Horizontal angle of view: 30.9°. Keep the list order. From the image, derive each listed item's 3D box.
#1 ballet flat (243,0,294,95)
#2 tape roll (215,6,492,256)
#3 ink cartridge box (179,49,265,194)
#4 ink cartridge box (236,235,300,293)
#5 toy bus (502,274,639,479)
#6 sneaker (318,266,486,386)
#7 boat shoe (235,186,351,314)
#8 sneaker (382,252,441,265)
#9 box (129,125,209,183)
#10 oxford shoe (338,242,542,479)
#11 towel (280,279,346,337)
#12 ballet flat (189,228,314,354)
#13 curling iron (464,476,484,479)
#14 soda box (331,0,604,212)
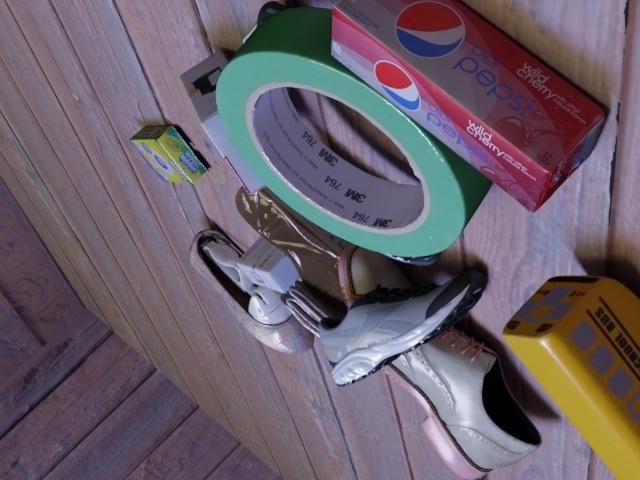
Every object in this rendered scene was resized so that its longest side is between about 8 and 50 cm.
[{"bbox_3d":[-0.062,-0.220,1.398,0.074,0.074,0.203,43,156,10],"label":"ballet flat"},{"bbox_3d":[0.035,-0.114,1.299,0.321,0.077,0.321,28,153,16],"label":"tape roll"},{"bbox_3d":[-0.114,-0.159,1.543,0.127,0.072,0.175,57,-178,-32],"label":"ink cartridge box"},{"bbox_3d":[-0.074,0.033,1.942,0.052,0.088,0.122,52,162,-27],"label":"ink cartridge box"},{"bbox_3d":[0.352,0.181,1.251,0.332,0.130,0.108,50,162,-13],"label":"toy bus"},{"bbox_3d":[0.099,0.099,1.532,0.271,0.100,0.108,-33,82,33],"label":"sneaker"},{"bbox_3d":[0.000,0.000,1.744,0.285,0.089,0.104,47,136,-12],"label":"boat shoe"},{"bbox_3d":[0.062,-0.033,1.532,0.234,0.078,0.106,27,177,18],"label":"sneaker"},{"bbox_3d":[-0.265,-0.151,2.049,0.105,0.043,0.179,52,159,-20],"label":"box"},{"bbox_3d":[0.176,0.154,1.656,0.146,0.140,0.397,-28,103,39],"label":"oxford shoe"},{"bbox_3d":[0.029,0.140,1.863,0.187,0.049,0.282,43,-175,9],"label":"towel"},{"bbox_3d":[-0.136,0.093,2.196,0.316,0.107,0.106,39,154,16],"label":"ballet flat"},{"bbox_3d":[0.272,0.439,2.142,0.068,0.035,0.274,43,162,23],"label":"curling iron"},{"bbox_3d":[0.133,-0.149,1.087,0.263,0.092,0.083,40,160,17],"label":"soda box"}]
